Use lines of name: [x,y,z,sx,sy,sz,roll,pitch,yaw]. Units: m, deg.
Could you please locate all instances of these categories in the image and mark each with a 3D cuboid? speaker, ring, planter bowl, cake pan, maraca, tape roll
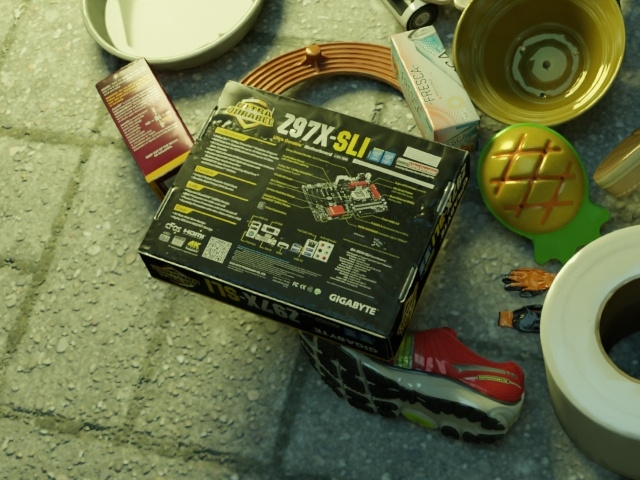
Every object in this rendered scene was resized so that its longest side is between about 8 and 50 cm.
speaker: [0.106,-0.351,1.637,0.055,0.055,0.136,-33,62,-3]
ring: [0.024,-0.148,1.526,0.336,0.032,0.337,-2,52,2]
planter bowl: [0.285,-0.237,1.505,0.217,0.090,0.217,-4,79,19]
cake pan: [-0.207,-0.370,1.724,0.293,0.054,0.293,-6,64,11]
maraca: [0.271,-0.056,1.433,0.127,0.099,0.186,-35,85,10]
tape roll: [0.367,0.125,1.278,0.246,0.169,0.246,-6,64,12]

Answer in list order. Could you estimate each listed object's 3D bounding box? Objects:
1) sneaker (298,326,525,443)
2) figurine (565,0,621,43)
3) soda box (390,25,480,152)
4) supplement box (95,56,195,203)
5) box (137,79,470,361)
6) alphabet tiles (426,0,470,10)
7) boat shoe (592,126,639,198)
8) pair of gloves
sneaker: [0.109,0.146,1.389,0.279,0.107,0.118,21,53,19]
figurine: [0.446,-0.327,1.515,0.215,0.092,0.209,20,79,34]
soda box: [0.144,-0.189,1.491,0.063,0.058,0.183,-15,53,-7]
supplement box: [-0.220,-0.140,1.588,0.080,0.104,0.188,-30,62,-2]
box: [-0.017,-0.030,1.385,0.322,0.079,0.257,18,65,16]
alphabet tiles: [0.197,-0.435,1.639,0.284,0.021,0.278,17,61,14]
boat shoe: [0.487,-0.131,1.394,0.341,0.121,0.110,-30,94,-4]
pair of gloves: [0.254,0.072,1.421,0.074,0.010,0.083,3,66,15]
